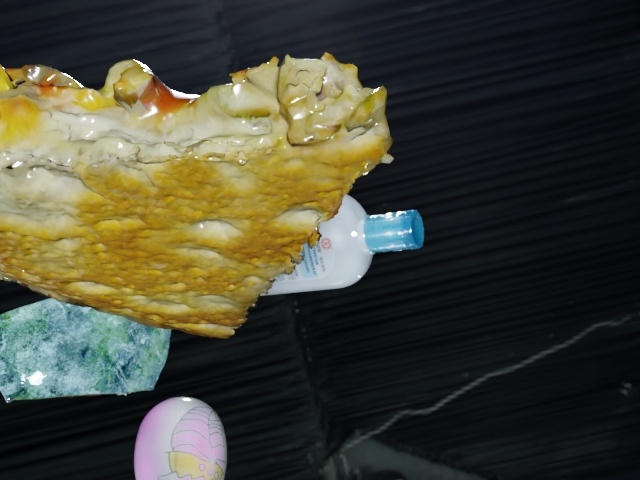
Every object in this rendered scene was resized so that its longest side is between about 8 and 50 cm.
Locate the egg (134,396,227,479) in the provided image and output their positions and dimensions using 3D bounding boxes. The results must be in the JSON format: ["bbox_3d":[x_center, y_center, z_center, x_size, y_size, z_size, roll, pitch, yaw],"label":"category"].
[{"bbox_3d":[-0.286,0.453,1.662,0.271,0.196,0.196,-99,177,-47],"label":"egg"}]

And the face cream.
[{"bbox_3d":[0.000,0.000,1.310,0.080,0.337,0.163,-25,105,-63],"label":"face cream"}]

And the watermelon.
[{"bbox_3d":[-0.492,0.227,1.664,0.258,0.387,0.228,-31,-110,56],"label":"watermelon"}]

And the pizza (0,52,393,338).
[{"bbox_3d":[-0.109,-0.044,0.592,0.440,0.406,0.130,29,53,-48],"label":"pizza"}]
